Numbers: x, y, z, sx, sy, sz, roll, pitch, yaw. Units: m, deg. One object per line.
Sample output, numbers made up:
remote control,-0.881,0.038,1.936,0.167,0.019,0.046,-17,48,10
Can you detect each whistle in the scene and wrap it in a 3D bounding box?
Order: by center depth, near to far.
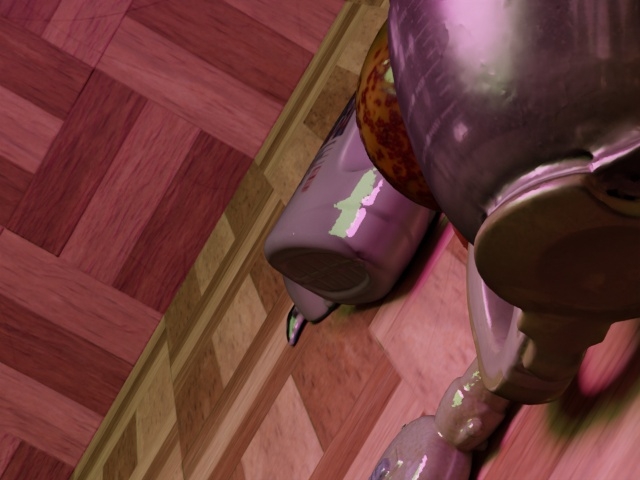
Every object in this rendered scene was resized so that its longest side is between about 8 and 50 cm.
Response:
whistle,0.088,0.134,1.259,0.198,0.057,0.104,-58,11,19

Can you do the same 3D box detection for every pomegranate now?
pomegranate,0.127,-0.081,1.373,0.214,0.214,0.248,-77,-14,-59

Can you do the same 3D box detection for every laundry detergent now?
laundry detergent,0.099,-0.135,1.810,0.398,0.124,0.264,-61,8,-14

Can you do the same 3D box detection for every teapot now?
teapot,0.132,-0.055,1.079,0.321,0.239,0.239,-35,40,42

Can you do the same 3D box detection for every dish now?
dish,0.000,0.000,2.034,0.246,0.078,0.224,-55,12,28

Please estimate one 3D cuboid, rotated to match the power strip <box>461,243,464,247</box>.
power strip,0.145,-0.028,1.555,0.083,0.017,0.027,-64,11,-17
